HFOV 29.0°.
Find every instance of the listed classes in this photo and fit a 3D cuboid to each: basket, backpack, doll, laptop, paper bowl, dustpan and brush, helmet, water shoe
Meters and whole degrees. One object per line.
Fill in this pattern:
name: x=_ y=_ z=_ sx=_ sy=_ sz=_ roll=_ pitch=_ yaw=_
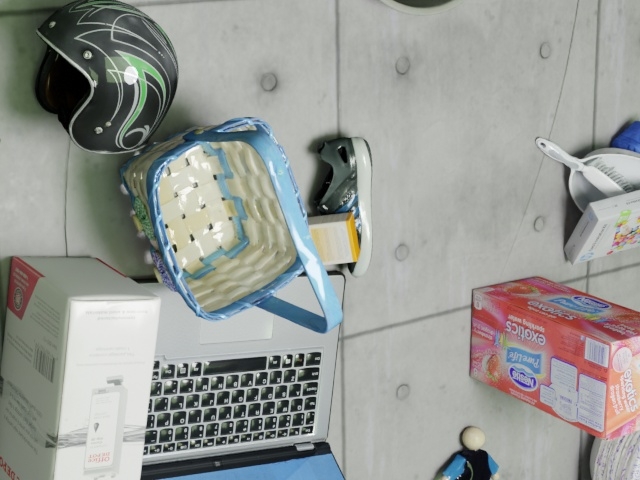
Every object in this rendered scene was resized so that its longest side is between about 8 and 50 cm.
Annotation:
basket: x=-0.101 y=-0.019 z=1.490 sx=0.201 sy=0.289 sz=0.255 roll=-34 pitch=115 yaw=-32
backpack: x=0.529 y=-0.126 z=2.015 sx=0.101 sy=0.098 sz=0.120 roll=-39 pitch=122 yaw=-13
doll: x=0.233 y=0.391 z=1.983 sx=0.129 sy=0.046 sz=0.189 roll=4 pitch=101 yaw=-36
laptop: x=-0.085 y=0.269 z=1.614 sx=0.381 sy=0.236 sz=0.408 roll=-1 pitch=103 yaw=-35
paper bowl: x=0.585 y=0.385 z=2.160 sx=0.284 sy=0.148 sz=0.284 roll=-9 pitch=107 yaw=-32
dustpan and brush: x=0.430 y=-0.109 z=1.961 sx=0.211 sy=0.147 sz=0.060 roll=36 pitch=38 yaw=-6
helmet: x=-0.247 y=-0.197 z=1.425 sx=0.169 sy=0.169 sz=0.162 roll=-3 pitch=120 yaw=-34
water shoe: x=0.030 y=-0.047 z=1.725 sx=0.080 sy=0.073 sz=0.203 roll=-3 pitch=108 yaw=-5

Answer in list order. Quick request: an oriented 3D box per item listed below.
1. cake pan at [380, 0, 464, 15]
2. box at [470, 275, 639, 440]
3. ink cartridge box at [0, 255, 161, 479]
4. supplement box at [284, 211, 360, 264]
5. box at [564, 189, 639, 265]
cake pan: x=0.132 y=-0.455 z=1.681 sx=0.293 sy=0.054 sz=0.293 roll=-10 pitch=108 yaw=-32
box: x=0.374 y=0.170 z=1.862 sx=0.142 sy=0.300 sz=0.154 roll=-9 pitch=107 yaw=-32
ink cartridge box: x=-0.295 y=0.177 z=1.463 sx=0.117 sy=0.207 sz=0.283 roll=1 pitch=102 yaw=-33
supplement box: x=0.000 y=0.000 z=1.690 sx=0.098 sy=0.036 sz=0.062 roll=-6 pitch=112 yaw=12
box: x=0.497 y=-0.031 z=1.978 sx=0.186 sy=0.038 sz=0.145 roll=-13 pitch=153 yaw=-15
